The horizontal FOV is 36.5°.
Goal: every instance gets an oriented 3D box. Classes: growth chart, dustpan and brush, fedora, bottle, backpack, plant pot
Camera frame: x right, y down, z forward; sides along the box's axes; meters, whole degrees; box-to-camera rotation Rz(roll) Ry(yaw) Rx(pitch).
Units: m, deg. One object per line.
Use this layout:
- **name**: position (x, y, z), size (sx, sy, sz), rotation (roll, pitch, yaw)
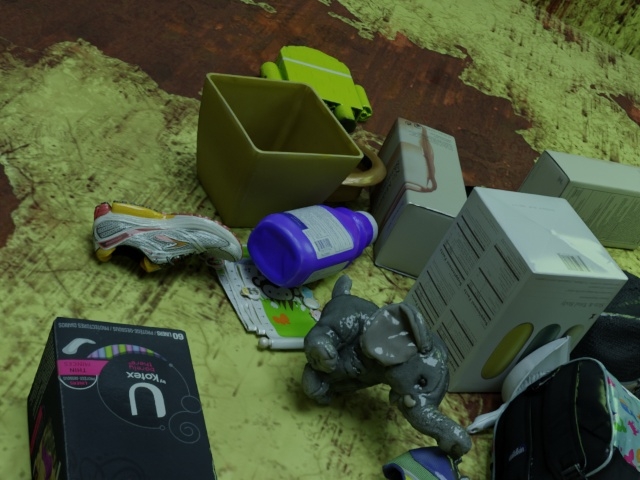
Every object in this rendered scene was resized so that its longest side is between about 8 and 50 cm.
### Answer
- **growth chart**: position (-0.077, 0.084, 1.500), size (0.172, 0.021, 0.237), rotation (-5, 46, -41)
- **dustpan and brush**: position (0.307, 0.244, 1.496), size (0.211, 0.147, 0.060), rotation (-16, 35, -14)
- **fedora**: position (0.022, -0.125, 1.790), size (0.194, 0.079, 0.194), rotation (9, 32, -5)
- **fedora**: position (0.505, 0.145, 1.715), size (0.334, 0.152, 0.334), rotation (19, 34, -13)
- **bottle**: position (0.000, 0.000, 1.582), size (0.118, 0.092, 0.283), rotation (49, 28, 15)
- **backpack**: position (0.350, 0.296, 1.341), size (0.191, 0.225, 0.253), rotation (40, 30, -20)
- **plant pot**: position (-0.093, -0.136, 1.632), size (0.212, 0.187, 0.212), rotation (-1, 42, -36)

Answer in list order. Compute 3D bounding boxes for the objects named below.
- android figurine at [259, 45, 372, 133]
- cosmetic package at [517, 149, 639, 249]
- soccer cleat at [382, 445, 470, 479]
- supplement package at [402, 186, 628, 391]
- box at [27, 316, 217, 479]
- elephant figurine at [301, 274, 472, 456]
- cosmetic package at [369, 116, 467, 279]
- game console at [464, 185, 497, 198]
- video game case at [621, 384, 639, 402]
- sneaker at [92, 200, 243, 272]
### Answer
- **android figurine**: position (-0.009, -0.328, 2.069), size (0.248, 0.056, 0.272), rotation (10, 38, -25)
- **cosmetic package**: position (0.579, -0.083, 2.070), size (0.310, 0.160, 0.113), rotation (8, 37, -30)
- **soccer cleat**: position (0.150, 0.391, 1.214), size (0.121, 0.093, 0.289), rotation (-11, 47, -3)
- **supplement package**: position (0.300, 0.084, 1.548), size (0.199, 0.262, 0.198), rotation (5, 40, -31)
- **box**: position (-0.225, 0.234, 1.080), size (0.165, 0.143, 0.270), rotation (8, 39, -27)
- **elephant figurine**: position (0.108, 0.166, 1.334), size (0.240, 0.186, 0.169), rotation (4, 16, 22)
- **cosmetic package**: position (0.176, -0.078, 1.783), size (0.129, 0.153, 0.296), rotation (18, 33, -13)
- **game console**: position (0.323, -0.059, 1.985), size (0.107, 0.071, 0.122), rotation (9, 23, 28)
- **video game case**: position (0.469, 0.337, 1.483), size (0.193, 0.023, 0.212), rotation (-37, 67, -28)
- **sneaker**: position (-0.227, 0.010, 1.440), size (0.225, 0.088, 0.092), rotation (8, 70, -12)
